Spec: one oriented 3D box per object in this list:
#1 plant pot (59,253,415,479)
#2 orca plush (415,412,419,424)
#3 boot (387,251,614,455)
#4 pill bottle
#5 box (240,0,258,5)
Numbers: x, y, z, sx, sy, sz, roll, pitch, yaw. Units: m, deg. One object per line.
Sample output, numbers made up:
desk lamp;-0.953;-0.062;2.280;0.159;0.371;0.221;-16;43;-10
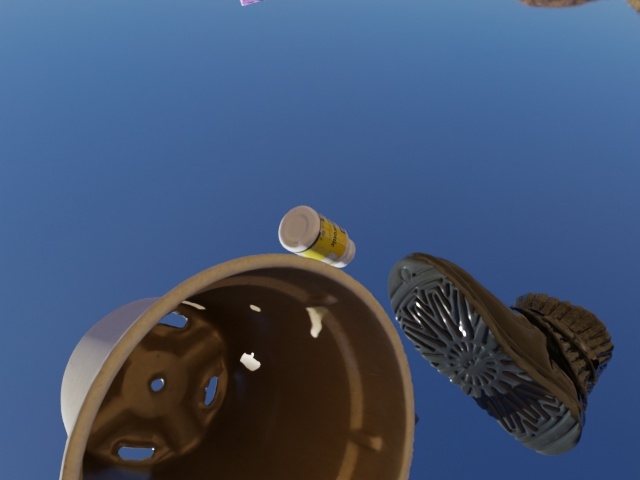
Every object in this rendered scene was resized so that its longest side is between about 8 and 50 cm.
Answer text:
plant pot;-0.125;0.179;0.555;0.334;0.333;0.305;-23;-167;-35
orca plush;0.075;0.352;0.902;0.102;0.151;0.287;36;-148;20
boot;0.282;0.124;0.805;0.348;0.131;0.260;48;-138;8
pill bottle;0.000;0.000;0.731;0.065;0.065;0.116;39;-174;38
box;-0.017;-0.376;0.472;0.201;0.057;0.293;-17;-98;-8
